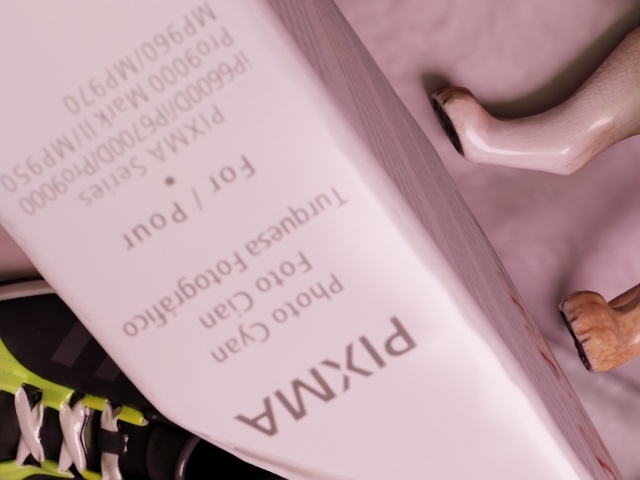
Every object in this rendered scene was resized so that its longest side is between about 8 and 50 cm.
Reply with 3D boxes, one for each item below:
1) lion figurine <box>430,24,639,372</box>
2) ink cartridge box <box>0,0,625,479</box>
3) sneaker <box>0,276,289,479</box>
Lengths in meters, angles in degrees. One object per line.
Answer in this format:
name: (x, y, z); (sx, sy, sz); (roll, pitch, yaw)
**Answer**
lion figurine: (0.143, -0.136, 0.665); (0.240, 0.142, 0.392); (-27, 127, -3)
ink cartridge box: (0.000, 0.000, 0.593); (0.091, 0.308, 0.385); (-32, 114, 7)
sneaker: (-0.073, 0.066, 0.724); (0.235, 0.097, 0.084); (-5, 112, -5)
